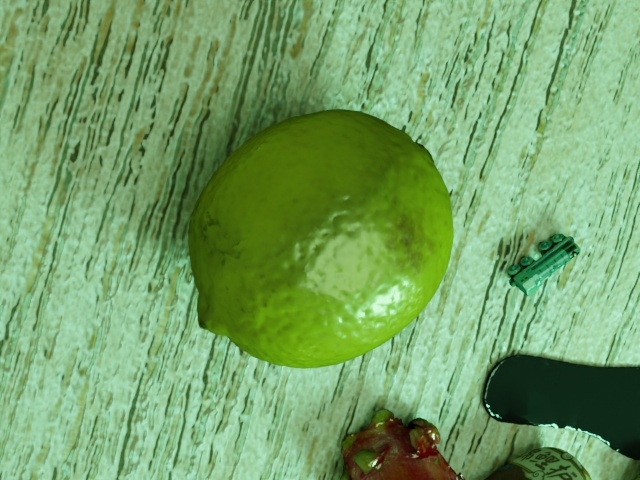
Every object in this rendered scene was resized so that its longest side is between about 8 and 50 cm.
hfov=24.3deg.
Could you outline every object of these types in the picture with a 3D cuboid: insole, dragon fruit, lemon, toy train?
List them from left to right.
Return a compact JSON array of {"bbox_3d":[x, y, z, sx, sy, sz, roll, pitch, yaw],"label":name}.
[{"bbox_3d":[0.000,-0.001,1.469,0.267,0.267,0.267,-7,109,-21],"label":"lemon"},{"bbox_3d":[0.110,0.291,1.675,0.133,0.208,0.150,-47,162,11],"label":"dragon fruit"},{"bbox_3d":[0.256,0.026,1.698,0.092,0.045,0.029,-35,119,-6],"label":"toy train"},{"bbox_3d":[0.344,0.202,1.814,0.348,0.009,0.119,13,100,-26],"label":"insole"}]

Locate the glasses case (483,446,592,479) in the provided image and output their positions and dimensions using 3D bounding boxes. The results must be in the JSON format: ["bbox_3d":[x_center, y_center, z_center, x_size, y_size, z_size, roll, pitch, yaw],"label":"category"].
[{"bbox_3d":[0.181,0.363,1.731,0.321,0.122,0.082,-39,118,-7],"label":"glasses case"}]

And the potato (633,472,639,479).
[{"bbox_3d":[0.461,0.361,1.857,0.200,0.081,0.164,32,57,-13],"label":"potato"}]
